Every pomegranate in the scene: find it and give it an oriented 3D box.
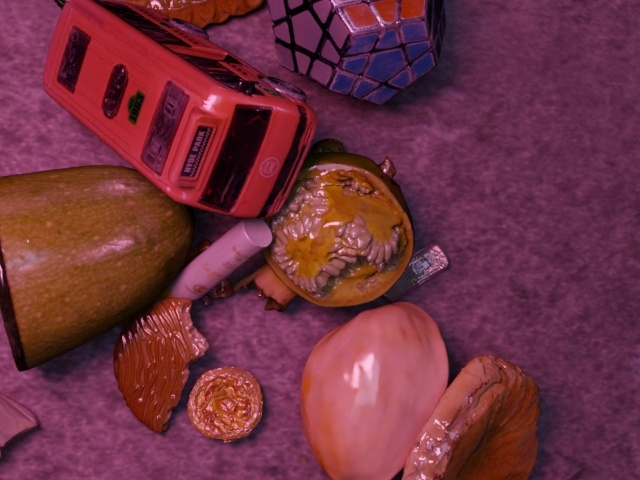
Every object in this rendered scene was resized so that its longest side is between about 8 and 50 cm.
[{"bbox_3d":[0.000,0.000,1.244,0.341,0.260,0.260,-37,89,20],"label":"pomegranate"},{"bbox_3d":[0.005,-0.144,1.333,0.085,0.073,0.073,-15,85,0],"label":"pomegranate"}]

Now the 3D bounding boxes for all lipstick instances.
[{"bbox_3d":[-0.178,0.047,1.210,0.059,0.264,0.059,28,43,-30],"label":"lipstick"}]

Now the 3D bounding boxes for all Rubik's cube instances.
[{"bbox_3d":[0.065,-0.386,1.267,0.319,0.319,0.264,-15,60,-8],"label":"Rubik's cube"}]

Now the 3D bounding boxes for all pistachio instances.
[{"bbox_3d":[0.086,0.245,1.218,0.230,0.230,0.308,15,79,-5],"label":"pistachio"}]

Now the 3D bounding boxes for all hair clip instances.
[{"bbox_3d":[0.165,0.058,1.351,0.137,0.022,0.054,-32,87,-9],"label":"hair clip"}]

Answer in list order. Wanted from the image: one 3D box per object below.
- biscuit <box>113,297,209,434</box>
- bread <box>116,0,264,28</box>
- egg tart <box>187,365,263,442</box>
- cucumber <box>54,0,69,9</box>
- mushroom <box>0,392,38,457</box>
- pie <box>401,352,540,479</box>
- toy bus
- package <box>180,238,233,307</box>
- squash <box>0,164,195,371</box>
[{"bbox_3d":[-0.261,0.209,1.239,0.176,0.031,0.228,-8,97,18],"label":"biscuit"},{"bbox_3d":[-0.267,-0.402,1.326,0.368,0.077,0.084,-20,85,-9],"label":"bread"},{"bbox_3d":[-0.159,0.275,1.277,0.129,0.049,0.128,1,78,-5],"label":"egg tart"},{"bbox_3d":[-0.489,-0.492,1.328,0.044,0.043,0.256,-33,89,-4],"label":"cucumber"},{"bbox_3d":[-0.628,0.244,1.204,0.329,0.122,0.159,43,45,-1],"label":"mushroom"},{"bbox_3d":[0.247,0.351,1.212,0.340,0.083,0.339,-20,119,-41],"label":"pie"},{"bbox_3d":[-0.221,-0.209,1.139,0.427,0.233,0.203,37,113,32],"label":"toy bus"},{"bbox_3d":[-0.202,0.058,1.303,0.077,0.033,0.110,-31,83,1],"label":"package"},{"bbox_3d":[-0.346,0.026,1.190,0.309,0.310,0.310,-10,85,-22],"label":"squash"}]
